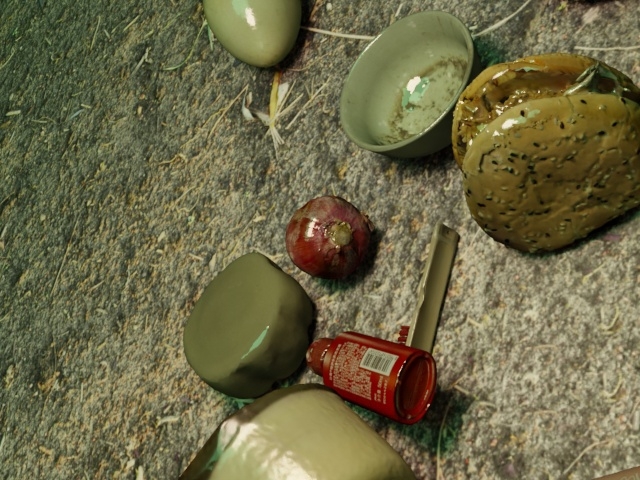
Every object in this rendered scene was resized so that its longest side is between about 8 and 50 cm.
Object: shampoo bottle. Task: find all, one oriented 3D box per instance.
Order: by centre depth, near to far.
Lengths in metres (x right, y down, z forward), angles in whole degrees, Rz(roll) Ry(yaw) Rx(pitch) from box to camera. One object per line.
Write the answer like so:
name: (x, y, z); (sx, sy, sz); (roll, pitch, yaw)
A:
shampoo bottle: (0.075, 0.216, 1.602); (0.314, 0.076, 0.118); (5, 82, 63)

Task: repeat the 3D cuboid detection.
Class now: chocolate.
chocolate: (-0.015, 0.418, 1.468); (0.326, 0.314, 0.297); (-50, 48, 5)

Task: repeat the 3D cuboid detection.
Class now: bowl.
bowl: (0.190, -0.264, 1.792); (0.289, 0.146, 0.289); (-21, 55, 33)

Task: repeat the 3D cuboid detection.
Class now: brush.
brush: (0.171, 0.125, 1.651); (0.050, 0.060, 0.321); (-5, 63, 51)

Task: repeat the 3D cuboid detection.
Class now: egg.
egg: (-0.148, -0.512, 2.177); (0.218, 0.218, 0.296); (-30, 62, 25)

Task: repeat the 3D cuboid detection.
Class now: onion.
onion: (0.000, 0.000, 1.813); (0.195, 0.159, 0.160); (-19, 51, 63)

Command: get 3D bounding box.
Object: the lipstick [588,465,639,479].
lipstick: (0.468, 0.318, 1.274); (0.254, 0.070, 0.070); (-25, 52, 28)

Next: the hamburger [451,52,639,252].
hamburger: (0.350, -0.146, 1.508); (0.318, 0.276, 0.195); (-33, 40, 29)

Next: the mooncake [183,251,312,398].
mooncake: (-0.135, 0.165, 1.839); (0.275, 0.135, 0.275); (-23, 49, 30)
